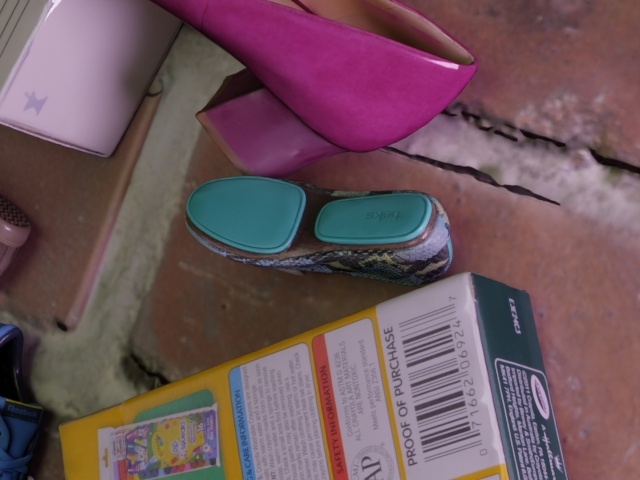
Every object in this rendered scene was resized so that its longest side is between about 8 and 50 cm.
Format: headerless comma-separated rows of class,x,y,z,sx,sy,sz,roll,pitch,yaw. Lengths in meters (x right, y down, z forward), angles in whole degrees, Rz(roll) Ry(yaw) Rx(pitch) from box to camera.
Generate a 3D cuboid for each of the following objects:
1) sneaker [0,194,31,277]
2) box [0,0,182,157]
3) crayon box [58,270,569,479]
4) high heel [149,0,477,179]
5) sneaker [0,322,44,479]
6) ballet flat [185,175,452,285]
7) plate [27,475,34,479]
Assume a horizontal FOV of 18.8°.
sneaker,-0.295,-0.032,1.458,0.188,0.066,0.071,41,104,35
box,-0.228,-0.183,1.409,0.232,0.127,0.149,35,99,36
crayon box,-0.006,0.167,1.193,0.323,0.083,0.203,-21,67,29
high heel,-0.068,-0.205,1.195,0.181,0.377,0.127,-25,29,34
sneaker,-0.238,0.159,1.370,0.082,0.069,0.209,-13,71,29
ballet flat,0.000,0.000,1.239,0.188,0.070,0.070,8,83,32
plate,-0.169,0.245,1.261,0.024,0.188,0.188,-6,70,-9
